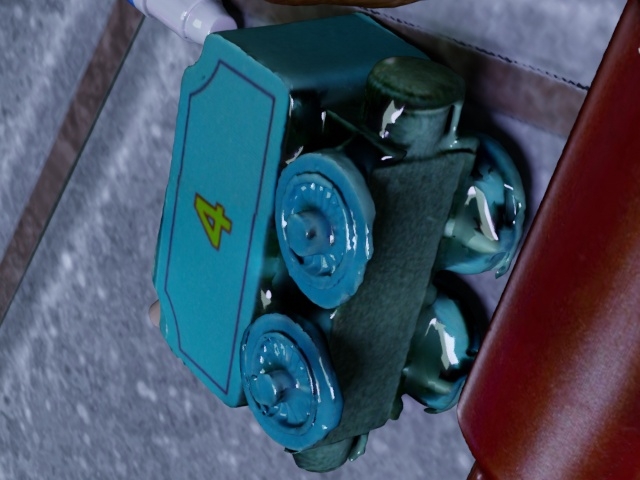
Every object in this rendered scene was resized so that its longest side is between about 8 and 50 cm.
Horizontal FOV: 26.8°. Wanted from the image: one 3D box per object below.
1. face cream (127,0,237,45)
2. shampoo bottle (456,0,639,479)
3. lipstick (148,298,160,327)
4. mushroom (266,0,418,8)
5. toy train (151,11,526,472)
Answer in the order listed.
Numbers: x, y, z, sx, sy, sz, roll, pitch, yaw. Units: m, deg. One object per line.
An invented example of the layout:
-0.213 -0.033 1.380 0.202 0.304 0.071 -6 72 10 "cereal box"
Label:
-0.089 -0.135 0.679 0.130 0.034 0.034 41 131 27 "face cream"
0.113 0.039 0.513 0.102 0.064 0.260 39 130 29 "shampoo bottle"
-0.065 0.024 0.727 0.094 0.019 0.019 -37 78 48 "lipstick"
0.029 -0.218 0.453 0.208 0.302 0.233 16 124 -8 "mushroom"
0.000 0.000 0.592 0.154 0.107 0.198 41 131 38 "toy train"
